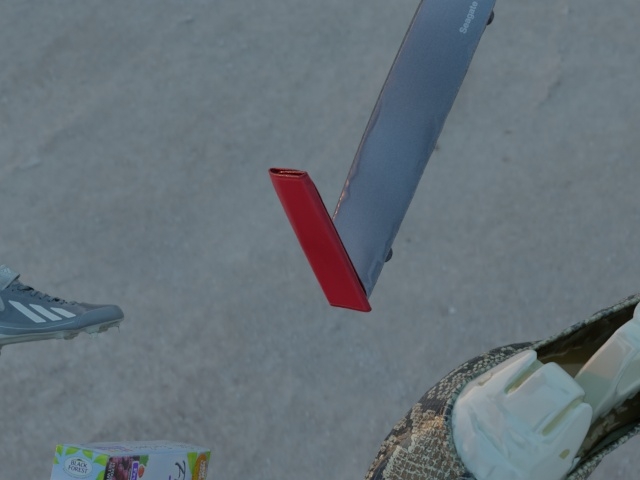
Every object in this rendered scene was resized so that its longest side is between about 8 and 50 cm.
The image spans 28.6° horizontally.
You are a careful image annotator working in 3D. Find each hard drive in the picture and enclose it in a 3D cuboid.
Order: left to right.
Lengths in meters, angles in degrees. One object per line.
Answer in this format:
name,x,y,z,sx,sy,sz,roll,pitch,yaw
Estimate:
hard drive,0.066,-0.091,0.952,0.054,0.254,0.172,22,13,-1

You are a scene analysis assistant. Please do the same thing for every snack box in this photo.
snack box,-0.116,0.171,0.748,0.037,0.141,0.100,10,85,20

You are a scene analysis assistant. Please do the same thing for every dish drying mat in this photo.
dish drying mat,0.000,0.000,0.628,0.032,0.083,0.008,7,41,48

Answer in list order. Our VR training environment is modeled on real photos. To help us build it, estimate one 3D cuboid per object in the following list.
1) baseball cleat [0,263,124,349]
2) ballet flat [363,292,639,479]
baseball cleat,-0.346,0.077,1.529,0.206,0.072,0.109,-9,84,-10
ballet flat,0.239,0.141,1.186,0.483,0.182,0.164,-25,70,-34
